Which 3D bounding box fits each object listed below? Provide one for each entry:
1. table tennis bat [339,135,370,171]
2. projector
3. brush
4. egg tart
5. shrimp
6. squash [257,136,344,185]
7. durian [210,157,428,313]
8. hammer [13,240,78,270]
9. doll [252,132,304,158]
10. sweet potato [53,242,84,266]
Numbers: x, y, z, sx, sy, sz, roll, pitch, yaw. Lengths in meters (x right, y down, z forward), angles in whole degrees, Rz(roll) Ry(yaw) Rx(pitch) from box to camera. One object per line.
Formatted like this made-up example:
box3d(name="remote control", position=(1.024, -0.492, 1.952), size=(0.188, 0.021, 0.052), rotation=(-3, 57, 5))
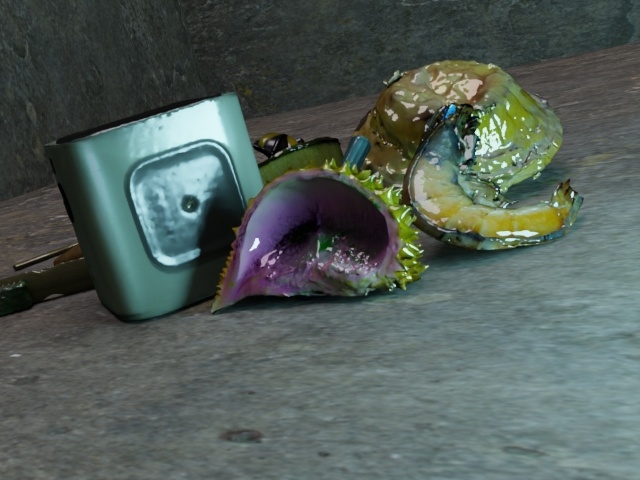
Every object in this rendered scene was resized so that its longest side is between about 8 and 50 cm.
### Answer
box3d(name="table tennis bat", position=(0.024, -0.065, 1.163), size=(0.124, 0.033, 0.201), rotation=(2, 61, 51))
box3d(name="projector", position=(-0.220, -0.056, 1.134), size=(0.248, 0.249, 0.248), rotation=(-22, 15, -23))
box3d(name="brush", position=(-0.440, 0.073, 1.267), size=(0.282, 0.054, 0.048), rotation=(-15, 23, -1))
box3d(name="egg tart", position=(0.197, -0.185, 1.244), size=(0.351, 0.150, 0.352), rotation=(-8, 38, 6))
box3d(name="shrimp", position=(0.218, -0.086, 1.011), size=(0.222, 0.054, 0.290), rotation=(8, 42, 6))
box3d(name="squash", position=(-0.044, -0.092, 1.468), size=(0.220, 0.133, 0.220), rotation=(-24, 0, 0))
box3d(name="durian", position=(0.005, -0.012, 0.957), size=(0.260, 0.187, 0.154), rotation=(7, 28, 24))
box3d(name="hammer", position=(-0.532, 0.021, 1.648), size=(0.199, 0.013, 0.062), rotation=(-25, 17, -35))
box3d(name="doll", position=(-0.104, -0.245, 2.101), size=(0.127, 0.088, 0.249), rotation=(-11, 11, 14))
box3d(name="sweet potato", position=(-0.282, -0.026, 1.332), size=(0.336, 0.131, 0.131), rotation=(-17, 14, -12))
